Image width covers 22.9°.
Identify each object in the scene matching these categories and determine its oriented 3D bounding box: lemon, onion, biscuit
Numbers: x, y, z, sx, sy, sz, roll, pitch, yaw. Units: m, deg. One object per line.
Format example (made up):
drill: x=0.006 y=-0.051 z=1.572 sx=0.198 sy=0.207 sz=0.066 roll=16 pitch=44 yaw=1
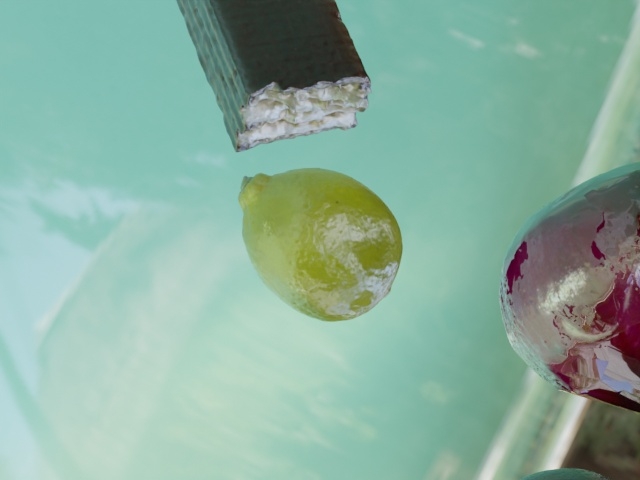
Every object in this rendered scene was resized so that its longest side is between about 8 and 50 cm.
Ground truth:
lemon: x=0.000 y=0.000 z=2.005 sx=0.184 sy=0.248 sz=0.184 roll=-45 pitch=-158 yaw=24
onion: x=0.393 y=0.095 z=1.824 sx=0.348 sy=0.385 sz=0.348 roll=-21 pitch=159 yaw=-8
biscuit: x=-0.049 y=-0.185 z=1.253 sx=0.106 sy=0.252 sz=0.070 roll=-12 pitch=150 yaw=-20

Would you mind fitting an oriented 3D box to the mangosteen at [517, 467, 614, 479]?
mangosteen: x=0.305 y=0.456 z=2.132 sx=0.306 sy=0.360 sz=0.306 roll=-30 pitch=-127 yaw=51
